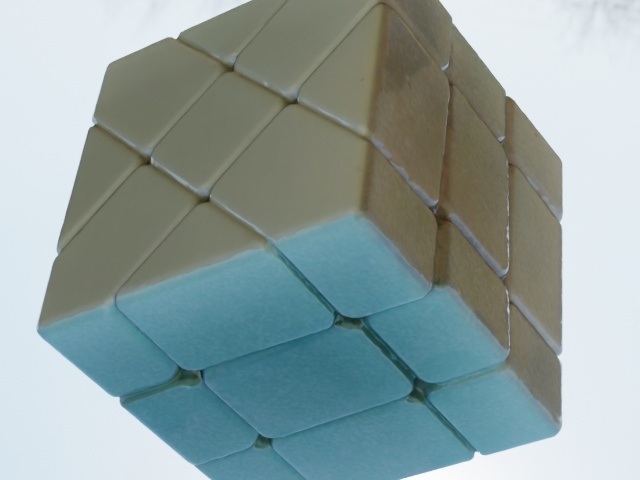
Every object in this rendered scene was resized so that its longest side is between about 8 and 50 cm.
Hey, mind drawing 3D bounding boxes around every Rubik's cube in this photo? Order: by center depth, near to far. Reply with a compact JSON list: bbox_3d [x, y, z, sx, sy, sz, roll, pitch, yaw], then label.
[{"bbox_3d":[0.000,0.000,1.420,0.322,0.316,0.318,-21,-138,29],"label":"Rubik's cube"}]
